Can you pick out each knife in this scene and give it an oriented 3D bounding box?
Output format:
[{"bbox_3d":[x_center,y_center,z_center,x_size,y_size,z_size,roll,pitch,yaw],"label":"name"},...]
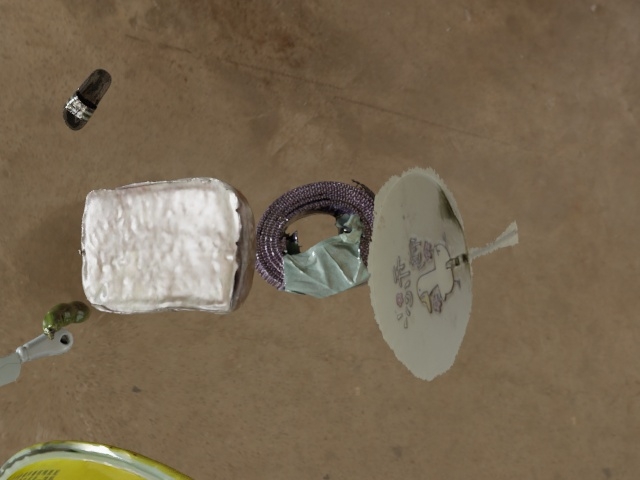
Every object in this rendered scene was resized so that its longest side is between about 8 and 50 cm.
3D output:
[{"bbox_3d":[-0.762,0.306,1.516,0.331,0.044,0.080,-26,103,-50],"label":"knife"}]

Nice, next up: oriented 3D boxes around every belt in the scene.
[{"bbox_3d":[0.000,0.000,1.422,0.324,0.122,0.260,-16,80,-15],"label":"belt"}]

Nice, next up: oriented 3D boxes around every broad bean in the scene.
[{"bbox_3d":[-0.572,0.169,1.384,0.046,0.254,0.065,-42,94,1],"label":"broad bean"}]

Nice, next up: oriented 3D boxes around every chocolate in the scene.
[{"bbox_3d":[-0.213,0.011,0.873,0.100,0.303,0.185,2,86,-62],"label":"chocolate"}]

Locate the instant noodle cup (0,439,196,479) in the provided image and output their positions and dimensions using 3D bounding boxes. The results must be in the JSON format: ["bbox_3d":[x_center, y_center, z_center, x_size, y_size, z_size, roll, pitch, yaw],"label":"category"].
[{"bbox_3d":[-0.165,0.325,0.359,0.326,0.325,0.254,54,32,-6],"label":"instant noodle cup"}]

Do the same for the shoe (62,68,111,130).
[{"bbox_3d":[-0.603,-0.362,1.588,0.071,0.049,0.179,35,98,-29],"label":"shoe"}]

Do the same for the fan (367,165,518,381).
[{"bbox_3d":[0.165,0.024,0.742,0.414,0.012,0.233,-11,96,-53],"label":"fan"}]
